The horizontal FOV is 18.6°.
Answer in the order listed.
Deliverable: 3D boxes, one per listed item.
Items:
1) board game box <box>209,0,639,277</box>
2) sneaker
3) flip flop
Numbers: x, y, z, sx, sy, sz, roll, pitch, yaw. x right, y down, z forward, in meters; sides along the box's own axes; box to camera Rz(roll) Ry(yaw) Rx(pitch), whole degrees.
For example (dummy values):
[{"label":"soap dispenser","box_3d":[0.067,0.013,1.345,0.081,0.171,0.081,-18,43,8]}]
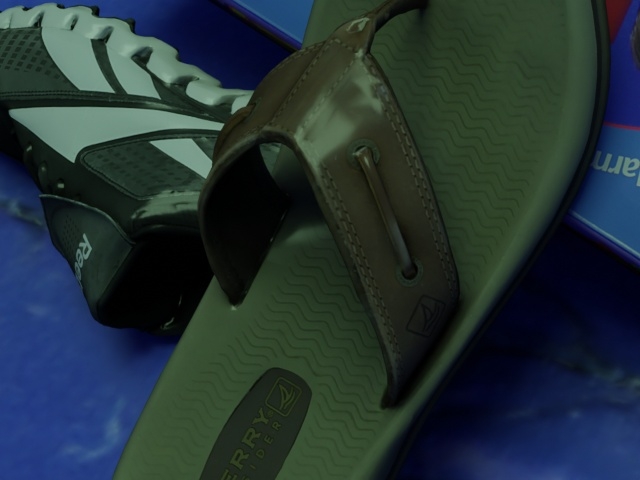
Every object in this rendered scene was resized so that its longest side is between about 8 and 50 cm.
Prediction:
[{"label":"board game box","box_3d":[0.081,-0.147,0.701,0.347,0.078,0.233,35,93,28]},{"label":"sneaker","box_3d":[-0.074,-0.021,0.738,0.234,0.078,0.106,21,59,29]},{"label":"flip flop","box_3d":[0.000,0.000,0.617,0.112,0.080,0.277,31,98,29]}]
